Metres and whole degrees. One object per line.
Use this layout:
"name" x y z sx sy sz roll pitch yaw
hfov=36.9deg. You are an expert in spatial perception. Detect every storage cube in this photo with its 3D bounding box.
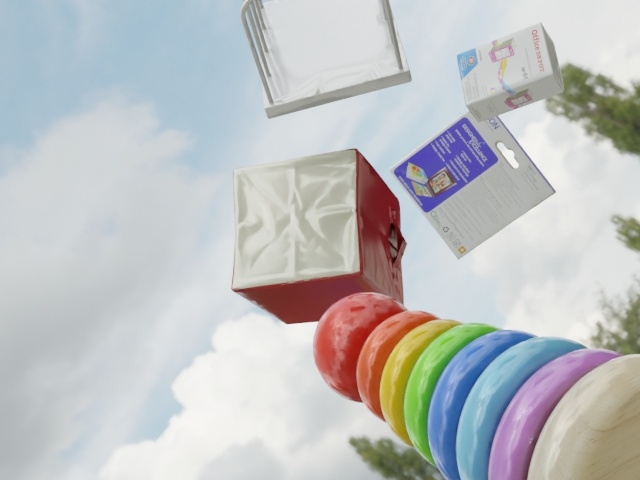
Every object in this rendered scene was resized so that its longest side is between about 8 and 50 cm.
"storage cube" 0.000 0.000 1.342 0.193 0.215 0.183 41 -135 -62

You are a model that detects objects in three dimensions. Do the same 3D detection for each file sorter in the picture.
"file sorter" -0.008 -0.329 1.275 0.193 0.277 0.173 -14 -49 5

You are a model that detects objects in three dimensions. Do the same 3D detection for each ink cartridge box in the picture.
"ink cartridge box" 0.250 -0.222 1.267 0.052 0.122 0.088 39 -141 -53
"ink cartridge box" 0.261 -0.105 1.653 0.208 0.206 0.045 -36 7 18

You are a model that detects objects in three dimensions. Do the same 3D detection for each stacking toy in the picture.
"stacking toy" 0.096 0.110 0.667 0.141 0.330 0.141 -7 -77 -31
